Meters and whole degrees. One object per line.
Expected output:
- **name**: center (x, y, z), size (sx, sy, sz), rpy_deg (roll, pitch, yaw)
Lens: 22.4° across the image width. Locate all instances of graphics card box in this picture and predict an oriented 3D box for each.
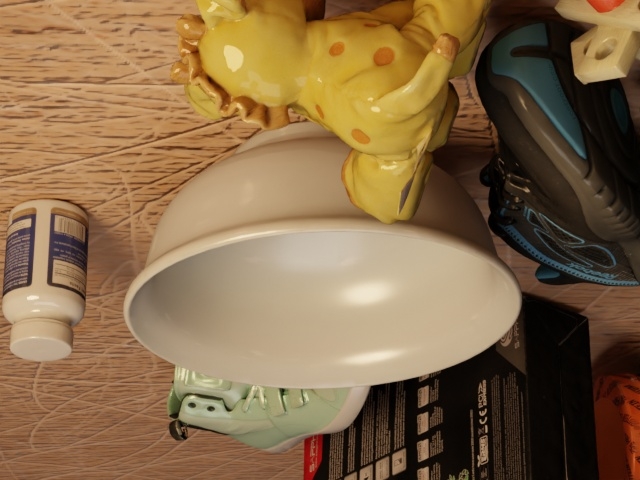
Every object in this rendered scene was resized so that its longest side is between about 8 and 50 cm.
- **graphics card box**: center (0.116, 0.228, 1.588), size (0.094, 0.233, 0.371), rpy_deg (19, 146, -28)

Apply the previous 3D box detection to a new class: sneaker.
- **sneaker**: center (0.172, -0.040, 1.181), size (0.139, 0.125, 0.341), rpy_deg (-10, 151, 25)
- **sneaker**: center (-0.056, 0.136, 1.548), size (0.151, 0.094, 0.256), rpy_deg (15, 148, -24)

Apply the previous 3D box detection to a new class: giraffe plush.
- **giraffe plush**: center (-0.001, -0.108, 1.005), size (0.170, 0.210, 0.181), rpy_deg (21, 121, 7)

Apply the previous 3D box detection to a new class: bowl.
- **bowl**: center (0.000, 0.000, 1.235), size (0.297, 0.134, 0.298), rpy_deg (-2, 154, -1)

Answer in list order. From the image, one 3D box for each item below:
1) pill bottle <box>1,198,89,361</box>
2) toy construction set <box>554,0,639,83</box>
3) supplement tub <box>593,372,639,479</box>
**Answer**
- **pill bottle**: center (-0.221, 0.033, 1.299), size (0.067, 0.120, 0.067), rpy_deg (-1, 153, -1)
- **toy construction set**: center (0.315, -0.099, 1.015), size (0.327, 0.215, 0.151), rpy_deg (23, 109, -25)
- **supplement tub**: center (0.443, 0.223, 1.630), size (0.338, 0.207, 0.207), rpy_deg (3, 153, -11)
